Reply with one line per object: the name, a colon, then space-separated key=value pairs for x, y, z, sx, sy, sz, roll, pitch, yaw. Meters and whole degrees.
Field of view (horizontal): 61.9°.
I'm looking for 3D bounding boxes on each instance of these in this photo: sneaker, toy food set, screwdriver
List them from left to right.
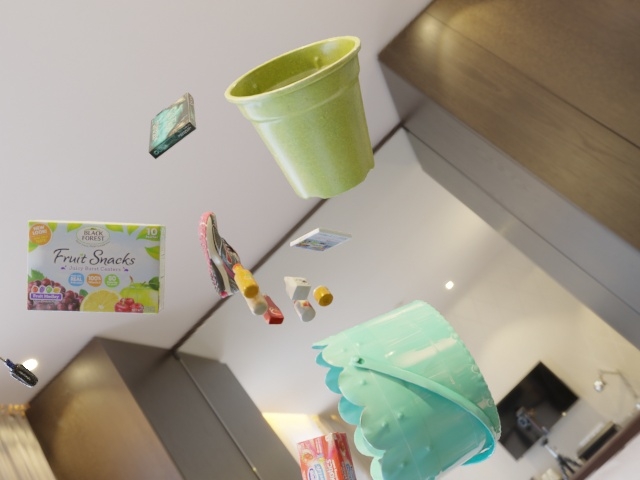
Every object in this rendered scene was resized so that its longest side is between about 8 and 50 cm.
screwdriver: x=-0.526 y=0.189 z=0.878 sx=0.025 sy=0.024 sz=0.169 roll=-30 pitch=-52 yaw=-9
sneaker: x=-0.339 y=0.042 z=1.823 sx=0.112 sy=0.121 sz=0.298 roll=-20 pitch=-71 yaw=-20
toy food set: x=-0.096 y=0.122 z=1.248 sx=0.233 sy=0.104 sz=0.111 roll=5 pitch=-63 yaw=-30

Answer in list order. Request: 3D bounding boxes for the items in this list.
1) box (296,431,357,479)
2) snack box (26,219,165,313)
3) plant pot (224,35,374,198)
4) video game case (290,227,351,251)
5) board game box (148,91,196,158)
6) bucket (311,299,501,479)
box: x=0.031 y=0.721 z=1.605 sx=0.128 sy=0.256 sz=0.123 roll=-22 pitch=-26 yaw=15
snack box: x=-0.249 y=0.029 z=0.598 sx=0.141 sy=0.100 sz=0.037 roll=2 pitch=1 yaw=-5
plant pot: x=-0.013 y=-0.231 z=1.074 sx=0.276 sy=0.276 sz=0.253 roll=-34 pitch=-58 yaw=-18
video game case: x=0.000 y=0.000 z=1.197 sx=0.087 sy=0.011 sz=0.122 roll=11 pitch=-22 yaw=-31
board game box: x=-0.360 y=-0.283 z=1.298 sx=0.126 sy=0.186 sz=0.026 roll=-34 pitch=-52 yaw=10
bucket: x=0.124 y=0.236 z=0.807 sx=0.183 sy=0.281 sz=0.281 roll=-25 pitch=-30 yaw=-9
